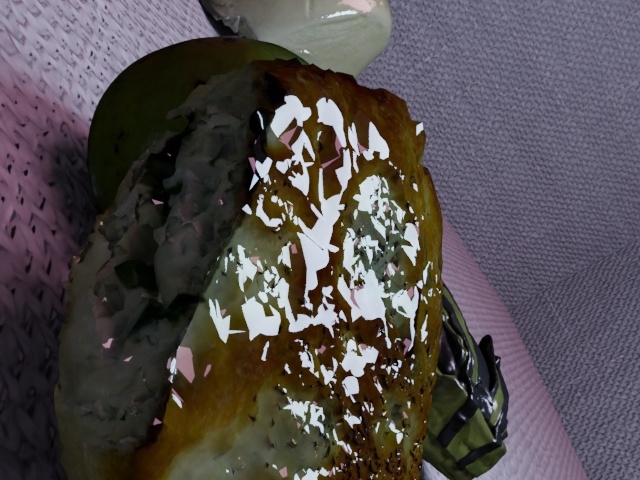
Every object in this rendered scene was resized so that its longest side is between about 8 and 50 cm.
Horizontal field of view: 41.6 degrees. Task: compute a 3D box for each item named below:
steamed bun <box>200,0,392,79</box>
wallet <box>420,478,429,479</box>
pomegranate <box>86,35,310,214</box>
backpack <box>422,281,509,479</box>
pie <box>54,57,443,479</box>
[{"bbox_3d":[-0.052,-0.377,1.329,0.272,0.273,0.290,-4,59,-58],"label":"steamed bun"},{"bbox_3d":[0.118,0.293,0.603,0.172,0.045,0.318,13,25,-3],"label":"wallet"},{"bbox_3d":[-0.065,-0.027,0.587,0.187,0.187,0.225,6,74,-74],"label":"pomegranate"},{"bbox_3d":[0.130,0.148,0.959,0.207,0.140,0.253,49,12,-29],"label":"backpack"},{"bbox_3d":[-0.010,0.073,0.470,0.288,0.103,0.354,48,52,-51],"label":"pie"}]
